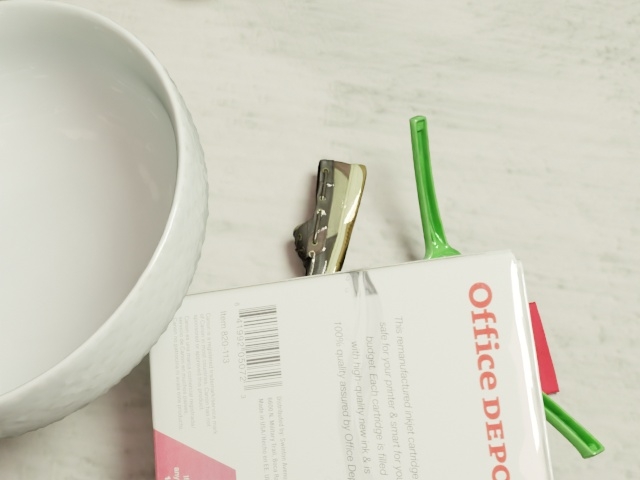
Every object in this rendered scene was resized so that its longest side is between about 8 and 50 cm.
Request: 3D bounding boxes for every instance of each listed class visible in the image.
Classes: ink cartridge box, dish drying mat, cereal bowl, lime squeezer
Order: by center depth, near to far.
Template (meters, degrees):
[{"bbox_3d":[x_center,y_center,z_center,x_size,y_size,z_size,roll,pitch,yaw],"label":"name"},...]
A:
[{"bbox_3d":[-0.235,-0.004,0.862,0.339,0.141,0.339,-6,64,13],"label":"cereal bowl"},{"bbox_3d":[0.025,0.135,0.869,0.283,0.117,0.207,-8,73,10],"label":"ink cartridge box"},{"bbox_3d":[0.123,0.052,0.978,0.058,0.110,0.310,-23,79,-14],"label":"lime squeezer"},{"bbox_3d":[0.188,0.097,1.034,0.032,0.008,0.083,-9,76,-15],"label":"dish drying mat"}]

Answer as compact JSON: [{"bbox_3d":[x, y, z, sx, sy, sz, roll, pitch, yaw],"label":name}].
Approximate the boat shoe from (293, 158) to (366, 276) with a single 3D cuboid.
[{"bbox_3d":[0.000,0.000,0.999,0.049,0.056,0.152,16,66,3],"label":"boat shoe"}]
